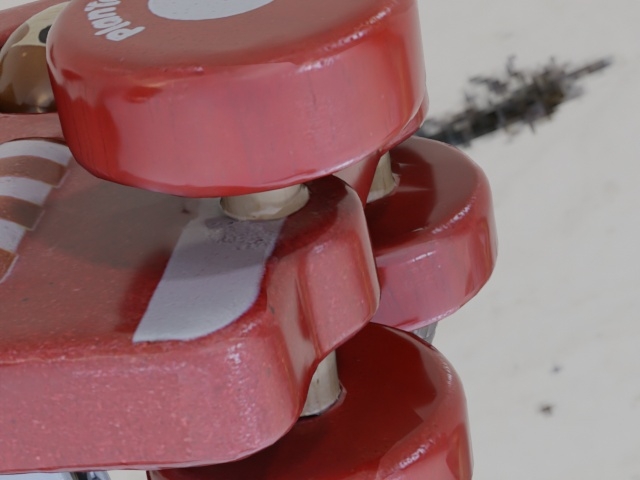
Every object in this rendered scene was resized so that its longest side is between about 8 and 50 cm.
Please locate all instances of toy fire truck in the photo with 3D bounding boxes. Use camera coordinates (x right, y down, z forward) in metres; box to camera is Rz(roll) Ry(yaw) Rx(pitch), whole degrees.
[{"bbox_3d":[-0.079,-0.024,0.574,0.254,0.302,0.169,-3,120,11],"label":"toy fire truck"}]

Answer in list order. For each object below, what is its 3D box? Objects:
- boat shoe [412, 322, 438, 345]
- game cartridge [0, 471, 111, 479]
[{"bbox_3d":[0.000,0.000,1.312,0.116,0.123,0.324,9,144,23],"label":"boat shoe"},{"bbox_3d":[-0.186,0.172,0.873,0.198,0.297,0.062,-24,-177,20],"label":"game cartridge"}]
